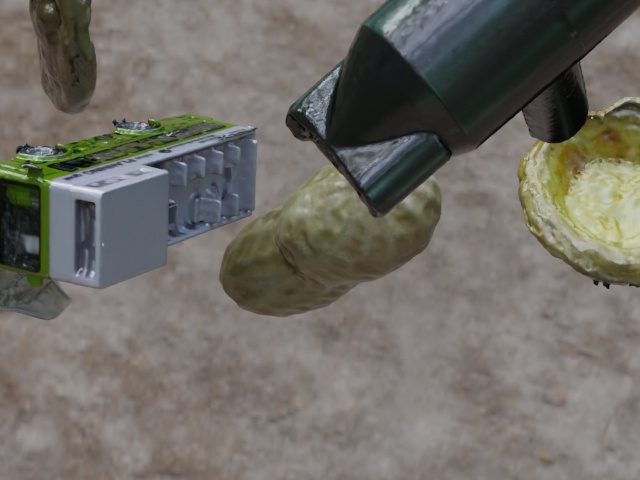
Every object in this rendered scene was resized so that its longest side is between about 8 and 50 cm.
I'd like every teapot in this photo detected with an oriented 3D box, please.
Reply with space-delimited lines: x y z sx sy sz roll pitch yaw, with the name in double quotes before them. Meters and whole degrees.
"teapot" -0.335 0.012 1.620 0.092 0.145 0.226 48 12 33

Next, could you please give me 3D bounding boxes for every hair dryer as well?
"hair dryer" 0.118 -0.100 1.148 0.244 0.302 0.116 -41 67 1

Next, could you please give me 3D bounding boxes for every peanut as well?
"peanut" 0.000 0.000 1.614 0.136 0.298 0.120 8 67 -31

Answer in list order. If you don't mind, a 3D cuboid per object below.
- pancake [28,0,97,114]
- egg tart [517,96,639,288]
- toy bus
"pancake" -0.285 -0.251 1.722 0.050 0.242 0.242 -10 40 -19
"egg tart" 0.270 -0.031 1.433 0.212 0.090 0.213 -4 48 4
"toy bus" -0.169 -0.043 1.506 0.139 0.113 0.301 14 20 29
